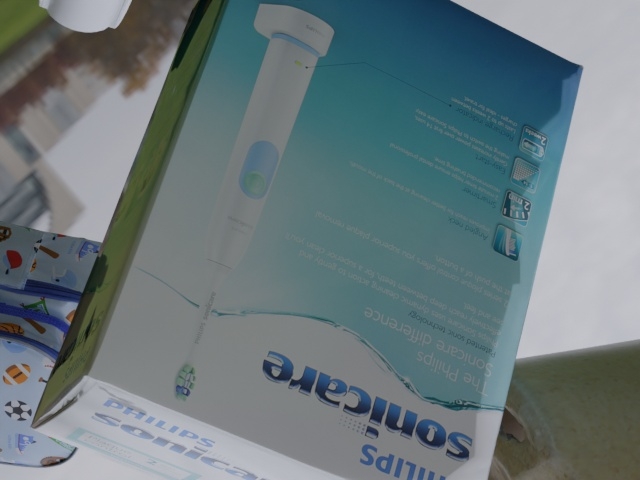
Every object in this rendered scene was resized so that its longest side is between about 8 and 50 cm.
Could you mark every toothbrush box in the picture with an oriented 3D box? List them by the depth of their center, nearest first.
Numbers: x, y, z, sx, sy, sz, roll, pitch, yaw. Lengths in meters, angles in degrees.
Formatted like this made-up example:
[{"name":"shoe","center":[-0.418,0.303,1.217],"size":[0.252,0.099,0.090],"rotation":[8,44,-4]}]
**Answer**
[{"name":"toothbrush box","center":[0.000,0.000,0.804],"size":[0.126,0.216,0.295],"rotation":[-41,-151,59]}]

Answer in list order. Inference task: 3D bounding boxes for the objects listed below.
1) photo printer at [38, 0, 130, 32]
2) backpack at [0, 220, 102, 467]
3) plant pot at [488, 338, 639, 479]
[{"name":"photo printer","center":[-0.201,-0.386,1.474],"size":[0.307,0.107,0.256],"rotation":[136,-34,-65]},{"name":"backpack","center":[-0.295,0.105,1.501],"size":[0.263,0.276,0.213],"rotation":[2,-135,-2]},{"name":"plant pot","center":[0.234,0.187,0.928],"size":[0.305,0.334,0.334],"rotation":[2,177,-23]}]
